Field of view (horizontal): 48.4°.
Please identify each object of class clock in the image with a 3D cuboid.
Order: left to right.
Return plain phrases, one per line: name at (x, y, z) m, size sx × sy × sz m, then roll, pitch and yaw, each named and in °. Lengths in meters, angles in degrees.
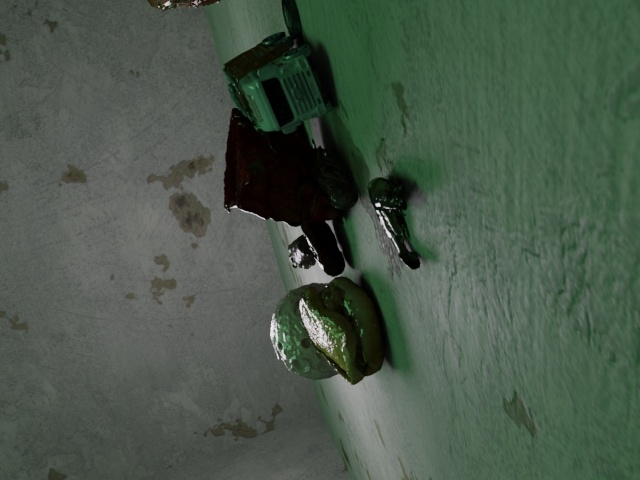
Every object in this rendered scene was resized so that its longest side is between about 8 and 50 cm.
clock at (-0.059, -0.449, 1.434) m, size 0.085 × 0.017 × 0.085 m, roll 162°, pitch 90°, yaw -81°

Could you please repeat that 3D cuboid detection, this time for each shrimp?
shrimp at (0.018, -0.137, 1.410) m, size 0.075 × 0.073 × 0.190 m, roll 89°, pitch 157°, yaw -49°
shrimp at (0.117, -0.027, 1.085) m, size 0.217 × 0.051 × 0.150 m, roll -121°, pitch 10°, yaw -87°

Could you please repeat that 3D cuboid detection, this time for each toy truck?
toy truck at (-0.097, -0.309, 1.410) m, size 0.136 × 0.162 × 0.305 m, roll 66°, pitch 175°, yaw -26°

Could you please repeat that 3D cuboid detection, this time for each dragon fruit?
dragon fruit at (-0.065, -0.150, 1.465) m, size 0.329 × 0.286 × 0.228 m, roll -136°, pitch 55°, yaw -84°

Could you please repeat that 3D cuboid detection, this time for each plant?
plant at (-0.049, 0.033, 2.131) m, size 0.092 × 0.094 × 0.143 m, roll 59°, pitch 164°, yaw 13°

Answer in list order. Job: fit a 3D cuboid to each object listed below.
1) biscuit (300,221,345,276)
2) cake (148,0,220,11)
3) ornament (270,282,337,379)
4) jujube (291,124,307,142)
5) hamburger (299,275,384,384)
biscuit at (0.000, 0.000, 1.697) m, size 0.192 × 0.049 × 0.192 m, roll 54°, pitch -166°, yaw -20°
cake at (-0.261, -0.632, 1.471) m, size 0.255 × 0.290 × 0.282 m, roll -154°, pitch 44°, yaw -80°
ornament at (-0.017, 0.245, 1.893) m, size 0.259 × 0.225 × 0.260 m, roll 163°, pitch 90°, yaw -81°
jujube at (-0.082, -0.254, 1.745) m, size 0.104 × 0.104 × 0.166 m, roll -156°, pitch 57°, yaw -79°
hamburger at (0.057, 0.205, 1.633) m, size 0.243 × 0.146 × 0.286 m, roll 64°, pitch 163°, yaw 14°
